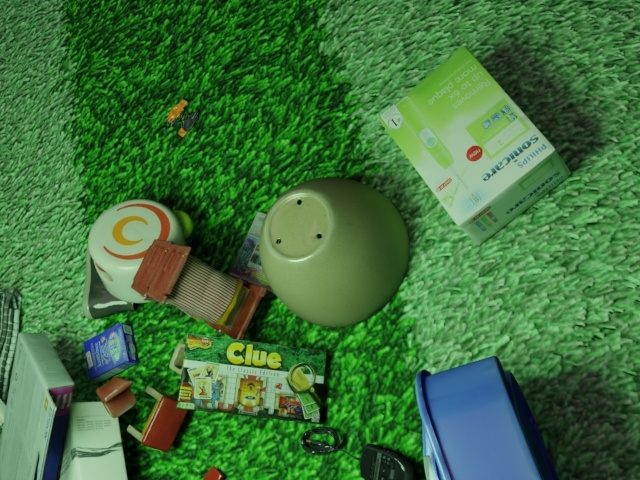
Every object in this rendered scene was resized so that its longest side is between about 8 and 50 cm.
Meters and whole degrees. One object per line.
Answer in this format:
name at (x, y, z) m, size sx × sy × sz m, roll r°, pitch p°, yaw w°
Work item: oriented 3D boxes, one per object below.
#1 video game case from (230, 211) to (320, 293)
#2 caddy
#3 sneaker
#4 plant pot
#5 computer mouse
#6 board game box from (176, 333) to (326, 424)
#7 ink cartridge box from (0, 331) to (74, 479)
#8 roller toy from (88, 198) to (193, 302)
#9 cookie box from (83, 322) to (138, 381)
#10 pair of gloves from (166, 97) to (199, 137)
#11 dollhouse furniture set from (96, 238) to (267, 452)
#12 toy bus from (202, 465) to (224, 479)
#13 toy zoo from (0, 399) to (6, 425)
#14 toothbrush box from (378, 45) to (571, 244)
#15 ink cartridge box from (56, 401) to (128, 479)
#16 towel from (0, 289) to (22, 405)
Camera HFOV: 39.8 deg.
video game case at (-0.093, 0.029, 1.770) m, size 0.157 × 0.019 × 0.143 m, roll 20°, pitch 83°, yaw 32°
caddy at (0.246, 0.342, 1.334) m, size 0.179 × 0.241 × 0.341 m, roll -24°, pitch 61°, yaw 13°
sneaker at (-0.444, 0.068, 1.931) m, size 0.118 × 0.083 × 0.222 m, roll -7°, pitch 60°, yaw 7°
plant pot at (0.000, 0.000, 1.612) m, size 0.284 × 0.191 × 0.284 m, roll -8°, pitch 70°, yaw 22°
computer mouse at (0.065, 0.378, 1.547) m, size 0.242 × 0.041 × 0.071 m, roll 14°, pitch 96°, yaw 38°
board game box at (-0.123, 0.252, 1.608) m, size 0.259 × 0.030 × 0.136 m, roll 8°, pitch 71°, yaw -9°
ink cartridge box at (-0.557, 0.393, 1.741) m, size 0.330 × 0.071 × 0.324 m, roll 34°, pitch 114°, yaw 54°
roller toy at (-0.375, 0.025, 1.830) m, size 0.209 × 0.146 × 0.191 m, roll 7°, pitch 54°, yaw 7°
cookie box at (-0.446, 0.238, 1.878) m, size 0.107 × 0.040 × 0.092 m, roll -27°, pitch 61°, yaw 18°
pair of gloves at (-0.314, -0.280, 2.012) m, size 0.083 × 0.010 × 0.074 m, roll 41°, pitch 94°, yaw 33°
dollhouse furniture set at (-0.283, 0.207, 1.679) m, size 0.152 × 0.201 × 0.374 m, roll 14°, pitch 78°, yaw 55°
toy bus at (-0.241, 0.524, 1.620) m, size 0.202 × 0.104 × 0.191 m, roll -30°, pitch 60°, yaw 17°
toy zoo at (-0.793, 0.374, 1.926) m, size 0.192 × 0.030 × 0.293 m, roll 44°, pitch 117°, yaw -1°
toothbrush box at (0.270, -0.170, 1.577) m, size 0.206 × 0.122 × 0.283 m, roll -39°, pitch 59°, yaw 12°
ink cartridge box at (-0.452, 0.453, 1.727) m, size 0.172 × 0.100 × 0.237 m, roll -47°, pitch 50°, yaw 46°
towel at (-0.807, 0.256, 2.029) m, size 0.235 × 0.121 × 0.284 m, roll -13°, pitch 66°, yaw 24°
